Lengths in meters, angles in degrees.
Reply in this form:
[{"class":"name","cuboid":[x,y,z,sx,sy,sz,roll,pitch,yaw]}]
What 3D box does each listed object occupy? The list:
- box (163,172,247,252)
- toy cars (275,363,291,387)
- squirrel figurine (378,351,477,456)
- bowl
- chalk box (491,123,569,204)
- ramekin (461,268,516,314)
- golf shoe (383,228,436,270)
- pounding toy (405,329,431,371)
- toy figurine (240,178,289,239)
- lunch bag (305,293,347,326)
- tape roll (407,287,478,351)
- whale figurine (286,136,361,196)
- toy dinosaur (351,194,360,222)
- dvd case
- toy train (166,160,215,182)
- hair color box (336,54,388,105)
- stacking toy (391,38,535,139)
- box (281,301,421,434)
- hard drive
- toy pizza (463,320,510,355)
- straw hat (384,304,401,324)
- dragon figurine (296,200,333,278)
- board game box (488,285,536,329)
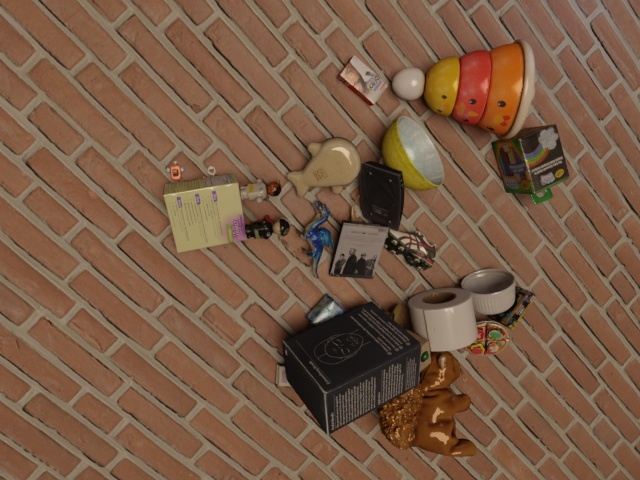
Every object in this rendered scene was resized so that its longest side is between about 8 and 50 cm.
[{"class":"box","cuboid":[-0.389,-0.097,1.646,0.243,0.117,0.213,-11,117,-11]},{"class":"toy cars","cuboid":[-0.001,0.588,1.877,0.394,0.087,0.176,43,86,-15]},{"class":"squirrel figurine","cuboid":[0.400,0.609,1.890,0.397,0.281,0.370,6,90,-17]},{"class":"bowl","cuboid":[0.312,-0.294,1.780,0.156,0.289,0.289,-29,108,35]},{"class":"chalk box","cuboid":[0.840,-0.290,1.917,0.180,0.179,0.288,-23,103,-11]},{"class":"ramekin","cuboid":[0.679,0.208,1.935,0.207,0.207,0.109,-21,111,-10]},{"class":"golf shoe","cuboid":[0.335,0.007,1.888,0.273,0.105,0.120,35,66,-16]},{"class":"pounding toy","cuboid":[0.345,0.418,1.801,0.100,0.141,0.130,-28,121,-29]},{"class":"toy figurine","cuboid":[-0.186,-0.110,1.674,0.148,0.213,0.209,-6,94,-1]},{"class":"lunch bag","cuboid":[0.042,0.305,1.850,0.129,0.096,0.151,-45,116,-5]},{"class":"tape roll","cuboid":[0.474,0.300,1.872,0.246,0.246,0.169,-14,100,-12]},{"class":"whale figurine","cuboid":[0.015,-0.267,1.759,0.272,0.141,0.216,-28,111,16]},{"class":"toy dinosaur","cuboid":[0.135,-0.057,1.845,0.112,0.064,0.211,-36,115,-19]},{"class":"dvd case","cuboid":[0.143,0.039,1.819,0.180,0.029,0.238,5,120,-14]},{"class":"toy train","cuboid":[-0.449,-0.214,1.680,0.167,0.046,0.125,0,98,-13]},{"class":"hair color box","cuboid":[0.154,-0.585,1.773,0.167,0.053,0.093,35,89,-14]},{"class":"stacking toy","cuboid":[0.503,-0.558,1.779,0.480,0.350,0.350,3,97,5]},{"class":"box","cuboid":[0.110,0.435,1.709,0.396,0.293,0.211,-19,124,-24]},{"class":"hard drive","cuboid":[0.227,-0.164,1.753,0.054,0.172,0.254,-44,144,-33]},{"class":"toy pizza","cuboid":[0.684,0.414,1.997,0.202,0.032,0.201,3,123,5]},{"class":"straw hat","cuboid":[0.269,0.317,1.916,0.061,0.144,0.144,11,97,28]},{"class":"dragon figurine","cuboid":[0.000,0.000,1.798,0.144,0.085,0.289,-19,100,-10]},{"class":"board game box","cuboid":[0.786,0.270,1.996,0.048,0.141,0.170,38,87,-18]}]
